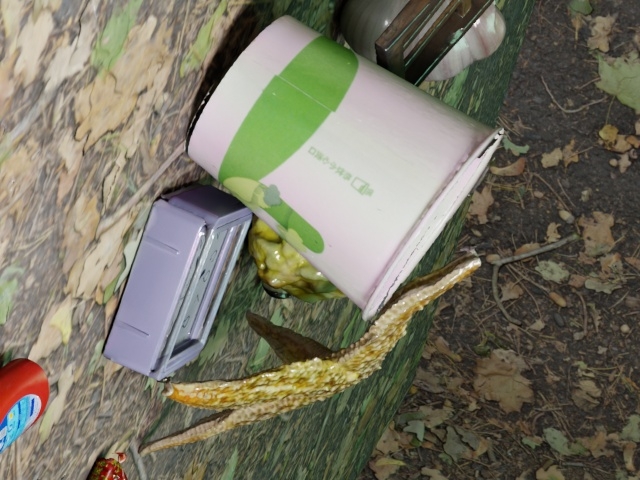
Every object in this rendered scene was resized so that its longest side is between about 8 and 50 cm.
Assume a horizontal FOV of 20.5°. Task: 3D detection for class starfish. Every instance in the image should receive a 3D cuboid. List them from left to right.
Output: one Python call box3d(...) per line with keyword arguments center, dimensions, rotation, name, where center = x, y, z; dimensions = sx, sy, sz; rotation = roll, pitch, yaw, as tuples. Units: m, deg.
box3d(center=(-0.032, 0.136, 2.115), dimensions=(0.384, 0.132, 0.398), rotation=(-19, 179, -18), name="starfish")

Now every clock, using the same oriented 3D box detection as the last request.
box3d(center=(-0.152, 0.042, 1.906), dimensions=(0.145, 0.073, 0.193), rotation=(-31, 143, -73), name="clock")

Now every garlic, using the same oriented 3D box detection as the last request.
box3d(center=(0.124, -0.327, 2.291), dimensions=(0.256, 0.207, 0.207), rotation=(-114, -144, -55), name="garlic")

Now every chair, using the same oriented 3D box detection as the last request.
box3d(center=(0.128, -0.387, 2.003), dimensions=(0.416, 0.241, 0.203), rotation=(-46, 164, -12), name="chair")

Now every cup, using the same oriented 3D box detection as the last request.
box3d(center=(0.022, -0.089, 1.866), dimensions=(0.253, 0.274, 0.253), rotation=(-52, 173, -8), name="cup")

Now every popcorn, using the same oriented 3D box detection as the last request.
box3d(center=(0.001, -0.001, 2.264), dimensions=(0.167, 0.185, 0.187), rotation=(-50, -157, 6), name="popcorn")

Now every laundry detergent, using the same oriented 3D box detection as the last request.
box3d(center=(-0.301, 0.172, 1.541), dimensions=(0.165, 0.049, 0.097), rotation=(-46, 161, -54), name="laundry detergent")

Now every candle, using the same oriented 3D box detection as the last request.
box3d(center=(-0.253, 0.300, 2.016), dimensions=(0.052, 0.052, 0.130), rotation=(80, 34, -70), name="candle")

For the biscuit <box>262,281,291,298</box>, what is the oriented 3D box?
box3d(center=(-0.024, -0.024, 2.417), dimensions=(0.061, 0.055, 0.219), rotation=(7, 111, -39), name="biscuit")
